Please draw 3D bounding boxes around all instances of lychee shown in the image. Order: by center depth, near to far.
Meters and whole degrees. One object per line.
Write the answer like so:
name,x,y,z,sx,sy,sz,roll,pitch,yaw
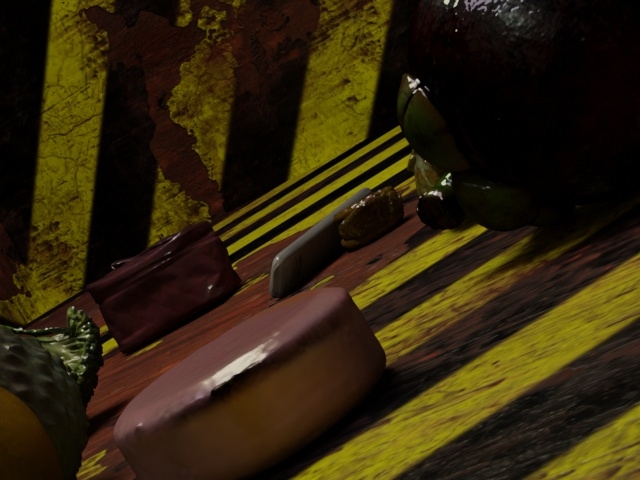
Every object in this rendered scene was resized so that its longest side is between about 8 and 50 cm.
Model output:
lychee,-0.364,0.199,1.780,0.255,0.274,0.255,-41,28,28

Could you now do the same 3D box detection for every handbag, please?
handbag,-0.244,0.067,2.755,0.225,0.135,0.146,-30,2,22

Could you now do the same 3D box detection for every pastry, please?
pastry,0.066,-0.033,2.422,0.109,0.057,0.097,-24,7,40

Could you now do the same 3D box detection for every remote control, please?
remote control,0.000,0.000,2.455,0.029,0.067,0.261,21,34,23

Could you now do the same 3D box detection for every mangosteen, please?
mangosteen,0.214,-0.148,1.686,0.300,0.300,0.300,-30,6,4

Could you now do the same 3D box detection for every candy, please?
candy,-0.061,0.134,1.528,0.255,0.094,0.255,-31,6,4

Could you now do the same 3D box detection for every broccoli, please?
broccoli,-0.439,0.124,2.266,0.252,0.361,0.221,-11,-30,-48

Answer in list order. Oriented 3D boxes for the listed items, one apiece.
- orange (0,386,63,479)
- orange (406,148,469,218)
orange,-0.333,0.222,1.536,0.236,0.236,0.236,-30,6,4
orange,0.163,-0.098,2.082,0.156,0.134,0.156,-56,-12,-19
